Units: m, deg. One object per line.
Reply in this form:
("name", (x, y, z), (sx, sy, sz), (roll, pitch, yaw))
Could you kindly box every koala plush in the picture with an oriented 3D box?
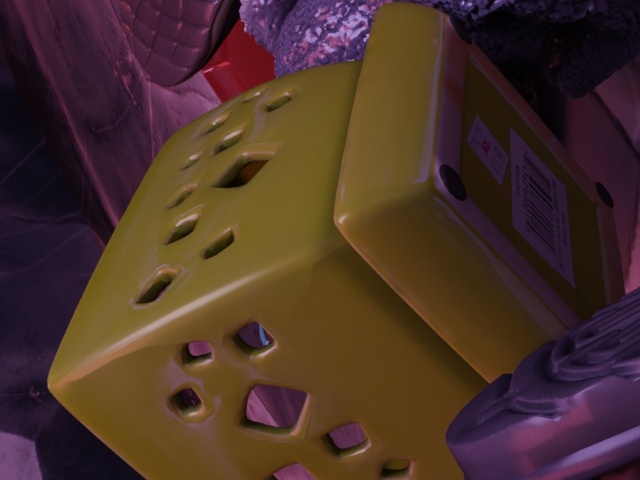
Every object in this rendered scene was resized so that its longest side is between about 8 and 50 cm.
("koala plush", (0.053, -0.147, 0.647), (0.221, 0.203, 0.196), (-35, 77, 30))

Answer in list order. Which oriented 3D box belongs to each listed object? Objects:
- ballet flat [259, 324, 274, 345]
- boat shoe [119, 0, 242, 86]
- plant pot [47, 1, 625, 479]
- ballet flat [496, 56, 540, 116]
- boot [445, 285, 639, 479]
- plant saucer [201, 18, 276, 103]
("ballet flat", (0.000, 0.000, 1.005), (0.349, 0.123, 0.123), (-98, -4, -61))
("boat shoe", (-0.081, -0.273, 0.966), (0.132, 0.130, 0.355), (56, 142, 11))
("plant pot", (0.033, 0.026, 0.547), (0.207, 0.228, 0.227), (-32, 116, 30))
("ballet flat", (0.122, 0.039, 0.913), (0.182, 0.164, 0.483), (-110, 11, -63))
("boot", (0.302, 0.180, 0.360), (0.445, 0.367, 0.146), (64, -177, 1))
("plant saucer", (-0.064, -0.184, 1.163), (0.258, 0.047, 0.259), (56, 165, 20))
